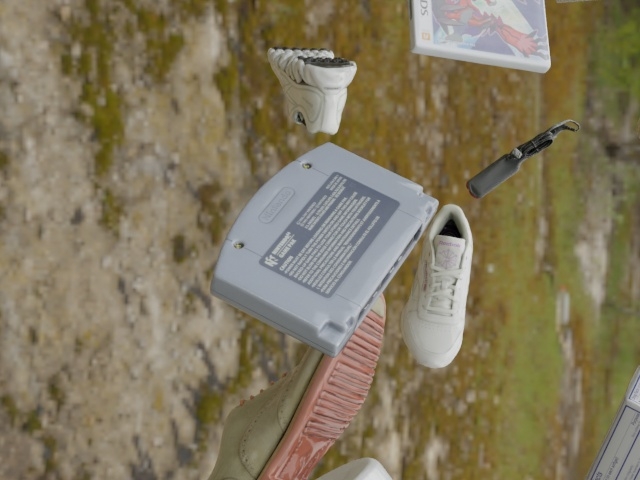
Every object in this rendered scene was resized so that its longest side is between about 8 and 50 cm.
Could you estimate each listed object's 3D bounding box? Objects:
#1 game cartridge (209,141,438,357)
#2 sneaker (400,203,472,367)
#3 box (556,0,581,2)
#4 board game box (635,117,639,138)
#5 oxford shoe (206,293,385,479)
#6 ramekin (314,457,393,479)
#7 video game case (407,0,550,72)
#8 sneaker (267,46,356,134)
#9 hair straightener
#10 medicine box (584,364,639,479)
[{"bbox_3d":[0.000,0.000,1.501,0.297,0.198,0.062,-51,158,-42],"label":"game cartridge"},{"bbox_3d":[0.208,0.075,2.176,0.152,0.114,0.305,86,11,-62],"label":"sneaker"},{"bbox_3d":[0.418,-0.486,2.000,0.038,0.145,0.186,-27,108,-22],"label":"box"},{"bbox_3d":[0.621,-0.200,1.686,0.097,0.303,0.224,-51,160,-72],"label":"board game box"},{"bbox_3d":[-0.049,0.222,1.598,0.397,0.146,0.140,-61,148,-8],"label":"oxford shoe"},{"bbox_3d":[0.016,0.459,1.910,0.135,0.277,0.277,58,22,-1],"label":"ramekin"},{"bbox_3d":[0.215,-0.326,1.677,0.023,0.201,0.183,129,-37,-61],"label":"video game case"},{"bbox_3d":[-0.022,-0.239,1.904,0.292,0.110,0.118,-124,-145,-71],"label":"sneaker"},{"bbox_3d":[0.367,-0.149,2.200,0.047,0.230,0.089,60,5,1],"label":"hair straightener"},{"bbox_3d":[0.687,0.426,2.344,0.149,0.289,0.263,-42,153,-52],"label":"medicine box"}]
